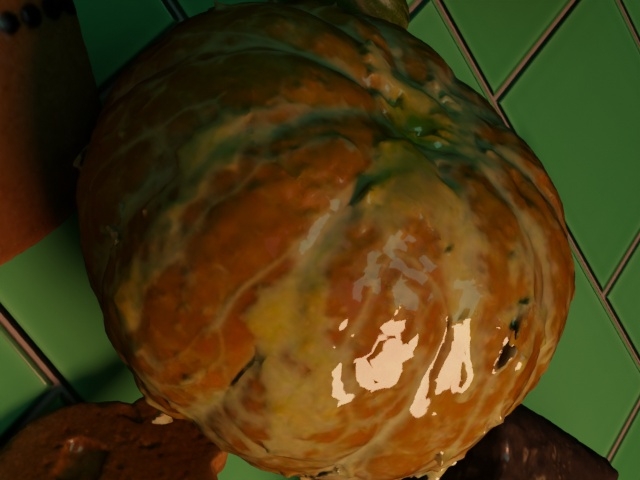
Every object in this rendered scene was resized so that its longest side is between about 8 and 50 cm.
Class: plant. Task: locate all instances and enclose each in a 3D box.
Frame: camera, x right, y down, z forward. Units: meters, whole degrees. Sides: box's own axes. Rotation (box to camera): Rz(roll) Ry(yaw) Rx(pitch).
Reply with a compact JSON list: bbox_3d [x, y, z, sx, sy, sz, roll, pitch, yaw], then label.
[{"bbox_3d":[0.140,0.236,0.873,0.276,0.199,0.188,49,52,-30],"label":"plant"}]

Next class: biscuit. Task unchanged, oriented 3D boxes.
[{"bbox_3d":[-0.141,0.190,0.655,0.184,0.035,0.249,12,43,1],"label":"biscuit"},{"bbox_3d":[-0.250,-0.103,0.635,0.262,0.052,0.277,-24,107,-41],"label":"biscuit"}]

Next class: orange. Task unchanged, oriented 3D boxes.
[{"bbox_3d":[0.000,0.000,0.709,0.329,0.249,0.329,28,29,-17],"label":"orange"}]

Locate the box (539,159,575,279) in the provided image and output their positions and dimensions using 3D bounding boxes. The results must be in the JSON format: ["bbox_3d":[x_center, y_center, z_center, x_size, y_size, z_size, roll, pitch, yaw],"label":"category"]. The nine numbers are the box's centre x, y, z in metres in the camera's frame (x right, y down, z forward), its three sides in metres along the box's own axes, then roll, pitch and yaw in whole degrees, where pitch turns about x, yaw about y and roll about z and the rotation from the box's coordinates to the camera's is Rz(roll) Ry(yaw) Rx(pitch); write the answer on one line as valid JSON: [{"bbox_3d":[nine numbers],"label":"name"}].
[{"bbox_3d":[0.125,0.026,0.979,0.285,0.044,0.142,-25,99,-40],"label":"box"}]

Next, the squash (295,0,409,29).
[{"bbox_3d":[-0.016,-0.225,0.855,0.239,0.069,0.069,36,64,-34],"label":"squash"}]
